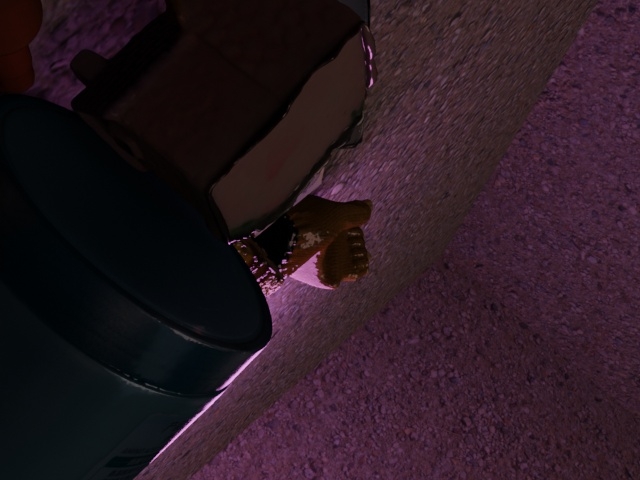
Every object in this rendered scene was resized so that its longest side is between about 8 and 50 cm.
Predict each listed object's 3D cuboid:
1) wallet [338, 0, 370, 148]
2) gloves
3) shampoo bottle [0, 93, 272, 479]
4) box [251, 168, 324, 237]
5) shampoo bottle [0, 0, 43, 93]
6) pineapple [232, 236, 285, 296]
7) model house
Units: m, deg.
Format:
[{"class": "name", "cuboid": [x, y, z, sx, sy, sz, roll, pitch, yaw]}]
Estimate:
[{"class": "wallet", "cuboid": [0.000, -0.235, 1.085, 0.170, 0.069, 0.231, -17, 116, -44]}, {"class": "gloves", "cuboid": [-0.014, -0.009, 1.609, 0.356, 0.155, 0.203, 4, 120, -52]}, {"class": "shampoo bottle", "cuboid": [-0.278, 0.098, 0.785, 0.343, 0.331, 0.331, -46, 165, 12]}, {"class": "box", "cuboid": [-0.068, -0.143, 1.245, 0.168, 0.097, 0.265, -41, 164, -24]}, {"class": "shampoo bottle", "cuboid": [-0.262, -0.198, 0.626, 0.085, 0.085, 0.244, -41, 165, -25]}, {"class": "pineapple", "cuboid": [-0.151, 0.016, 1.365, 0.079, 0.135, 0.233, -40, 156, 3]}, {"class": "model house", "cuboid": [-0.107, -0.159, 0.833, 0.237, 0.237, 0.202, -49, 167, -8]}]
